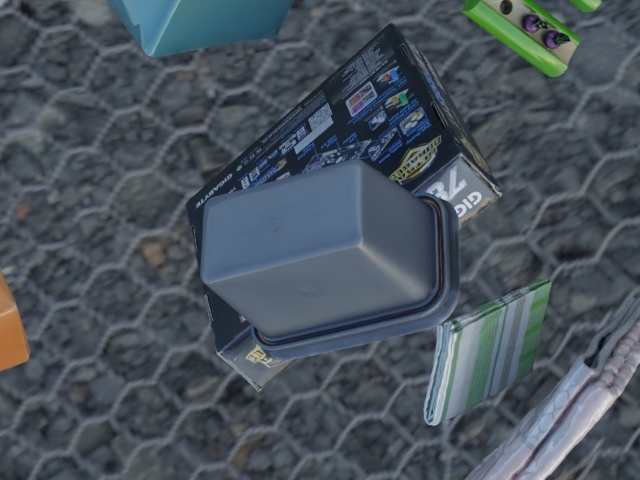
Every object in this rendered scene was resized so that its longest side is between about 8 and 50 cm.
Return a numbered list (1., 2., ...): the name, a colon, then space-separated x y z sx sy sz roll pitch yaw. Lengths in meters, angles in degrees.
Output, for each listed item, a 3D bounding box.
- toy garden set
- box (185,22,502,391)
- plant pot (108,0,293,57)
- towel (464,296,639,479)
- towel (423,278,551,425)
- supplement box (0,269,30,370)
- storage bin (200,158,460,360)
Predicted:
1. toy garden set: 0.191 -0.294 1.468 0.203 0.049 0.244 32 80 -27
2. box: 0.009 -0.039 1.670 0.295 0.293 0.073 -41 120 12
3. plant pot: -0.094 -0.318 1.603 0.166 0.165 0.234 54 135 22
4. towel: 0.205 0.205 1.717 0.053 0.332 0.317 41 110 8
5. towel: 0.155 0.102 1.624 0.023 0.152 0.113 31 126 33
6. supplement box: -0.278 -0.013 1.184 0.078 0.080 0.233 -23 59 -15
7. storage bin: 0.000 0.000 0.996 0.135 0.091 0.098 -13 60 27
